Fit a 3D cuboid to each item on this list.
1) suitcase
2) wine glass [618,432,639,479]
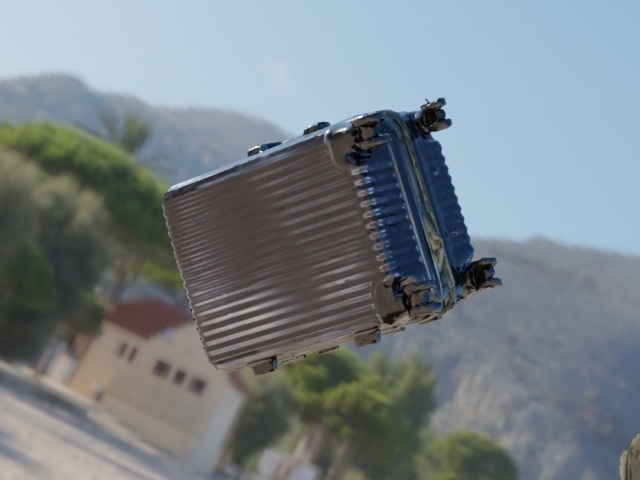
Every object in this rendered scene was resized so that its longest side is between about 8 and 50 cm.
[{"bbox_3d":[0.000,0.000,0.672,0.126,0.086,0.059,-19,-3,41],"label":"suitcase"},{"bbox_3d":[0.296,0.115,0.982,0.262,0.074,0.074,-7,7,-24],"label":"wine glass"}]
